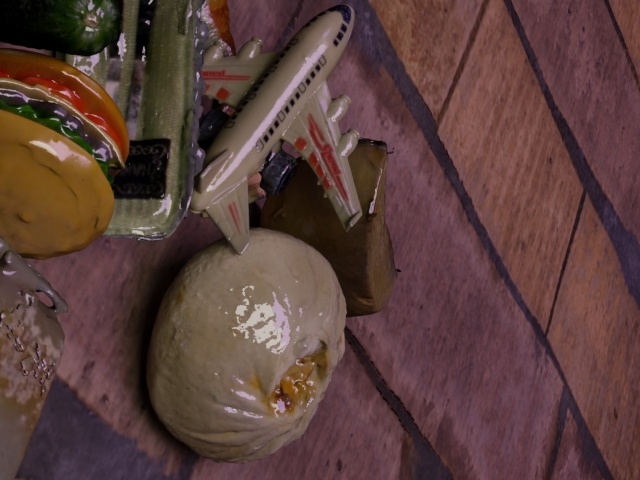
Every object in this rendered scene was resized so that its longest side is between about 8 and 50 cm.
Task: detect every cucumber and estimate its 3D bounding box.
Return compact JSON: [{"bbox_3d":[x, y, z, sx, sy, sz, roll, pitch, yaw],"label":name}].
[{"bbox_3d":[-0.196,-0.169,0.889,0.074,0.241,0.075,-7,105,-27],"label":"cucumber"}]

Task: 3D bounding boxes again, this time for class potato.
[{"bbox_3d":[0.000,0.000,1.224,0.243,0.138,0.098,81,24,-56],"label":"potato"}]

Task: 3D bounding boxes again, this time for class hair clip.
[{"bbox_3d":[-0.158,-0.155,1.037,0.091,0.138,0.321,122,-28,-79],"label":"hair clip"}]

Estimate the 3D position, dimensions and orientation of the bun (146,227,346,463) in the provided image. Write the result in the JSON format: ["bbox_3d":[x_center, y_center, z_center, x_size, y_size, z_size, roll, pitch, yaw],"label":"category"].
[{"bbox_3d":[-0.050,0.103,1.117,0.222,0.127,0.222,-15,116,-33],"label":"bun"}]

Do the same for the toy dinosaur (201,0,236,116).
[{"bbox_3d":[-0.102,-0.227,1.181,0.142,0.057,0.212,16,76,-68],"label":"toy dinosaur"}]

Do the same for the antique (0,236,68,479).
[{"bbox_3d":[-0.267,0.126,0.821,0.150,0.125,0.284,55,44,-41],"label":"antique"}]

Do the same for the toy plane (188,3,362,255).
[{"bbox_3d":[-0.045,-0.112,1.114,0.256,0.242,0.104,-52,171,-33],"label":"toy plane"}]

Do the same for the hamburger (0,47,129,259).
[{"bbox_3d":[-0.216,-0.060,0.895,0.162,0.162,0.115,52,37,-43],"label":"hamburger"}]

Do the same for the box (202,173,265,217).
[{"bbox_3d":[-0.087,-0.060,1.227,0.093,0.015,0.058,-24,110,-57],"label":"box"}]
